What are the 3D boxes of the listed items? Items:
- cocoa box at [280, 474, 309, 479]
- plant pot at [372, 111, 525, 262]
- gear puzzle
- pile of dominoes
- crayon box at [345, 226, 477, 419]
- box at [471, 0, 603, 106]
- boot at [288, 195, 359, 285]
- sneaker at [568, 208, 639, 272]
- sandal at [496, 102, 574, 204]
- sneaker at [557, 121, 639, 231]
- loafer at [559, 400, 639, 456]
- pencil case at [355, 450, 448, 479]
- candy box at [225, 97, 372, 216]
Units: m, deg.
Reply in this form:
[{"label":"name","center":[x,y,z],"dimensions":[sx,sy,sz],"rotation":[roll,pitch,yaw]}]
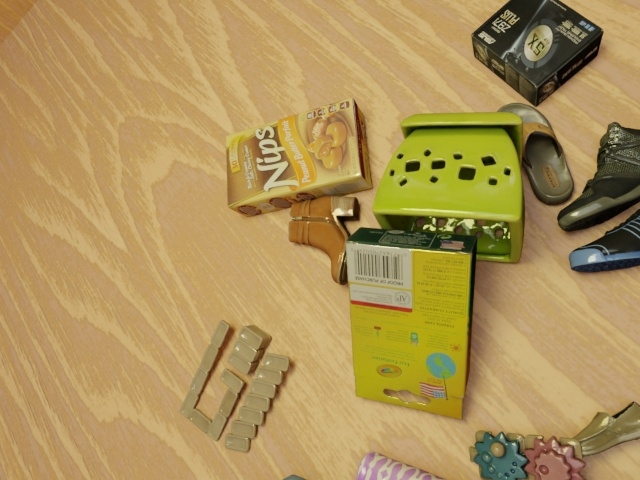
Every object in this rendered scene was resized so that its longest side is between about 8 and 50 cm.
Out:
[{"label":"cocoa box","center":[0.032,0.552,0.700],"dimensions":[0.347,0.231,0.227],"rotation":[8,79,24]},{"label":"plant pot","center":[0.241,-0.096,0.797],"dimensions":[0.228,0.227,0.207],"rotation":[6,73,25]},{"label":"gear puzzle","center":[0.317,0.469,0.680],"dimensions":[0.176,0.044,0.338],"rotation":[-11,76,36]},{"label":"pile of dominoes","center":[-0.178,0.310,0.976],"dimensions":[0.196,0.040,0.251],"rotation":[27,96,26]},{"label":"crayon box","center":[0.155,0.142,0.786],"dimensions":[0.202,0.081,0.318],"rotation":[6,113,23]},{"label":"box","center":[0.410,-0.378,0.876],"dimensions":[0.147,0.077,0.180],"rotation":[-40,65,9]},{"label":"boot","center":[0.000,0.000,0.956],"dimensions":[0.153,0.073,0.197],"rotation":[-2,66,23]},{"label":"sneaker","center":[0.519,-0.011,0.736],"dimensions":[0.233,0.081,0.090],"rotation":[-13,69,12]},{"label":"sandal","center":[0.394,-0.169,0.836],"dimensions":[0.090,0.060,0.219],"rotation":[-21,69,17]},{"label":"sneaker","center":[0.484,-0.111,0.771],"dimensions":[0.228,0.087,0.130],"rotation":[-34,64,8]},{"label":"loafer","center":[0.436,0.292,0.702],"dimensions":[0.148,0.056,0.050],"rotation":[-24,65,8]},{"label":"pencil case","center":[0.157,0.425,0.752],"dimensions":[0.206,0.086,0.088],"rotation":[8,86,36]},{"label":"candy box","center":[-0.055,-0.177,1.012],"dimensions":[0.317,0.087,0.182],"rotation":[-11,72,20]}]
